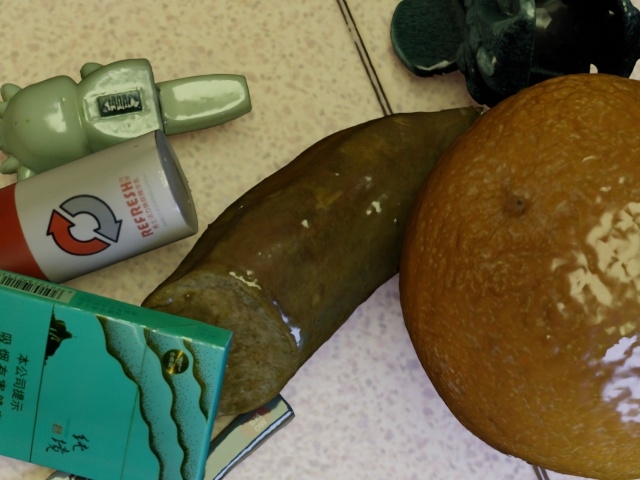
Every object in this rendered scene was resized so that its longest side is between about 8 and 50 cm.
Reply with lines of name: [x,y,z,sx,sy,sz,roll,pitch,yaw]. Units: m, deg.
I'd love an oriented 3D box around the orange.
orange: [0.229,0.037,1.297,0.322,0.357,0.322,-10,66,22]

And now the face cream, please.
face cream: [-0.220,-0.014,1.345,0.214,0.096,0.096,-20,79,5]

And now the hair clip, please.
hair clip: [0.176,-0.245,1.430,0.194,0.206,0.310,-6,62,-14]

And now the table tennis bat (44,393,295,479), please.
table tennis bat: [-0.142,0.239,1.362,0.301,0.022,0.173,-40,82,-13]

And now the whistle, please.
whistle: [-0.183,-0.109,1.405,0.244,0.092,0.110,-12,77,-9]

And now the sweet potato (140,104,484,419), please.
sweet potato: [0.000,0.000,1.377,0.158,0.158,0.369,45,67,4]

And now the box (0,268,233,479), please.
box: [-0.197,0.121,1.312,0.226,0.042,0.161,15,116,3]
